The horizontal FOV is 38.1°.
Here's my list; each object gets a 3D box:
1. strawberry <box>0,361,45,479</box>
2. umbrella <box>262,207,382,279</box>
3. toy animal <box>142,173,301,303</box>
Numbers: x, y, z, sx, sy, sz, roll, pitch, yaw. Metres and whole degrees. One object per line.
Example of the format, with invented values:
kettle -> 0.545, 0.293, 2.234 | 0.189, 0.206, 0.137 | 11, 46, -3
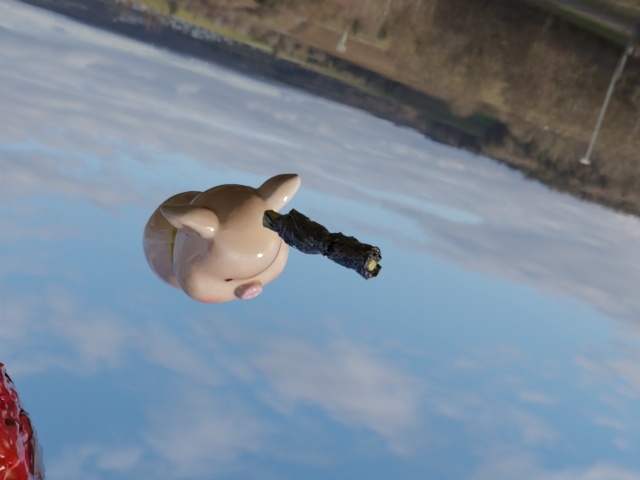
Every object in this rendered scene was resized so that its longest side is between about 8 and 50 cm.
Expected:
strawberry -> -0.352, 0.182, 0.735 | 0.274, 0.220, 0.274 | 10, -128, -13
umbrella -> 0.000, 0.000, 0.927 | 0.143, 0.037, 0.040 | 24, 172, 35
toy animal -> -0.130, 0.002, 1.136 | 0.165, 0.149, 0.248 | -31, -173, -29
